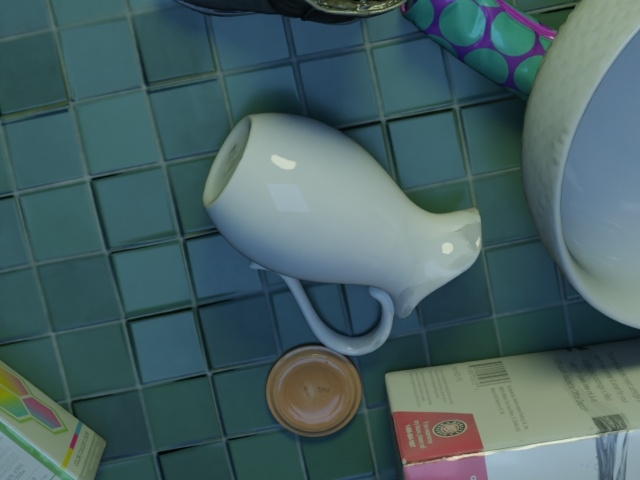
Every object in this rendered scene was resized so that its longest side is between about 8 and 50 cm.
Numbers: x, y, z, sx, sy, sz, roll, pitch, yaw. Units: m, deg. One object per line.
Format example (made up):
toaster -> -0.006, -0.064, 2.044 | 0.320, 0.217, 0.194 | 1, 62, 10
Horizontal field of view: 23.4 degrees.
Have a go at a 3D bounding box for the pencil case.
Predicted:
pencil case -> 0.139, -0.171, 1.248 | 0.151, 0.064, 0.070 | 33, 128, -9

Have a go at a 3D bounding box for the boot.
boot -> -0.034, -0.197, 1.163 | 0.189, 0.208, 0.076 | 3, 102, -2

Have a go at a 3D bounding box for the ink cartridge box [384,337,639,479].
ink cartridge box -> 0.203, 0.171, 1.254 | 0.283, 0.207, 0.117 | -8, 104, 1

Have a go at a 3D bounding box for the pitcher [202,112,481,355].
pitcher -> 0.000, 0.000, 1.264 | 0.207, 0.125, 0.178 | 27, 116, -18

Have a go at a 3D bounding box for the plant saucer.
plant saucer -> -0.006, 0.131, 1.339 | 0.083, 0.013, 0.083 | 0, 103, -2

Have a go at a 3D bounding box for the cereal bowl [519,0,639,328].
cereal bowl -> 0.297, -0.103, 1.199 | 0.339, 0.141, 0.339 | -12, 126, -18

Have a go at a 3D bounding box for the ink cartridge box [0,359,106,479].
ink cartridge box -> -0.282, 0.145, 1.287 | 0.209, 0.109, 0.062 | 40, 99, -9
